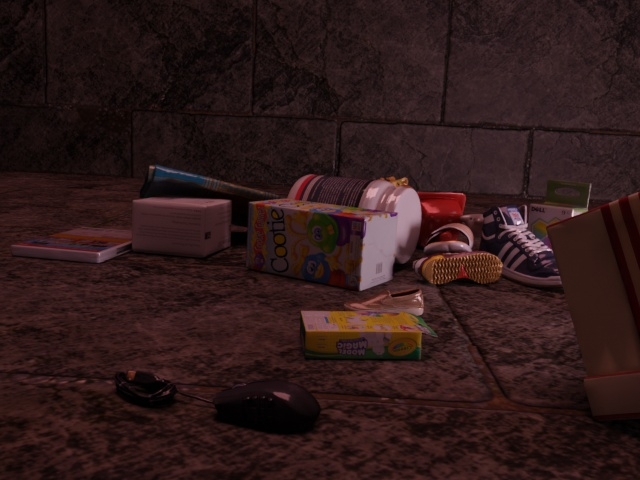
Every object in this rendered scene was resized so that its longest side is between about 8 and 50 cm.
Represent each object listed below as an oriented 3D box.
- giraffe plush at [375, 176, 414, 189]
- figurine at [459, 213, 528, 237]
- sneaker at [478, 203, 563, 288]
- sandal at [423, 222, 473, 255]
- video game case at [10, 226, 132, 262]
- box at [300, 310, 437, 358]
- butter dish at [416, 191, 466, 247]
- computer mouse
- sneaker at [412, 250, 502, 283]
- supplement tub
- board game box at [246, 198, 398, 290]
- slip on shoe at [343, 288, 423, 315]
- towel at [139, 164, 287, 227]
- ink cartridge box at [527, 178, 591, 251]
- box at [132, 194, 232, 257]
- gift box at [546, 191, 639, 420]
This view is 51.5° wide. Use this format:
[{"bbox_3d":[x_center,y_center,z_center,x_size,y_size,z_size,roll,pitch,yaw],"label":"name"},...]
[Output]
[{"bbox_3d":[0.218,-0.094,1.886,0.210,0.170,0.181,6,10,19],"label":"giraffe plush"},{"bbox_3d":[0.476,-0.021,1.635,0.209,0.092,0.215,13,0,-39],"label":"figurine"},{"bbox_3d":[0.438,0.006,1.415,0.099,0.153,0.282,-2,11,-25],"label":"sneaker"},{"bbox_3d":[0.292,0.001,1.481,0.102,0.076,0.265,-1,-6,19],"label":"sandal"},{"bbox_3d":[-0.528,0.006,1.517,0.204,0.025,0.285,5,9,10],"label":"video game case"},{"bbox_3d":[0.064,0.129,0.918,0.179,0.043,0.105,0,10,-5],"label":"box"},{"bbox_3d":[0.307,-0.034,1.725,0.160,0.160,0.118,1,33,-14],"label":"butter dish"},{"bbox_3d":[-0.115,0.157,0.703,0.242,0.041,0.071,5,11,17],"label":"computer mouse"},{"bbox_3d":[0.282,0.050,1.365,0.185,0.069,0.084,1,10,-20],"label":"sneaker"},{"bbox_3d":[0.071,-0.047,1.508,0.272,0.191,0.191,8,11,29],"label":"supplement tub"},{"bbox_3d":[0.000,0.000,1.354,0.275,0.142,0.144,9,11,31],"label":"board game box"},{"bbox_3d":[0.105,0.100,1.093,0.135,0.041,0.051,2,10,-7],"label":"slip on shoe"},{"bbox_3d":[-0.273,-0.099,1.711,0.370,0.040,0.271,14,-16,-17],"label":"towel"},{"bbox_3d":[0.520,-0.028,1.466,0.062,0.209,0.109,-2,10,-38],"label":"ink cartridge box"},{"bbox_3d":[-0.320,-0.038,1.552,0.182,0.119,0.181,5,9,11],"label":"box"},{"bbox_3d":[0.425,0.065,0.684,0.255,0.258,0.276,-6,-12,-28],"label":"gift box"}]
